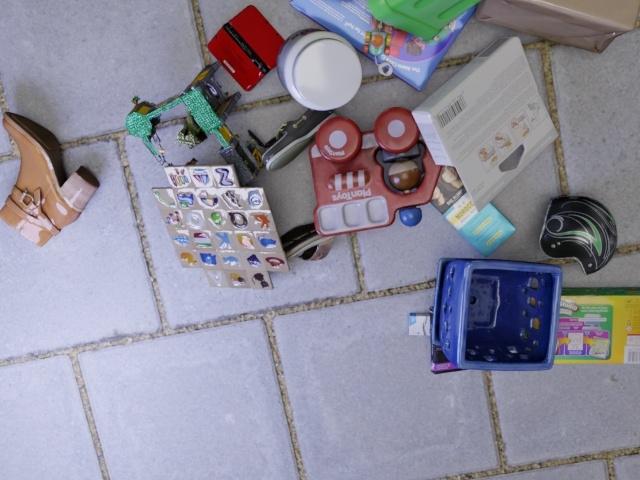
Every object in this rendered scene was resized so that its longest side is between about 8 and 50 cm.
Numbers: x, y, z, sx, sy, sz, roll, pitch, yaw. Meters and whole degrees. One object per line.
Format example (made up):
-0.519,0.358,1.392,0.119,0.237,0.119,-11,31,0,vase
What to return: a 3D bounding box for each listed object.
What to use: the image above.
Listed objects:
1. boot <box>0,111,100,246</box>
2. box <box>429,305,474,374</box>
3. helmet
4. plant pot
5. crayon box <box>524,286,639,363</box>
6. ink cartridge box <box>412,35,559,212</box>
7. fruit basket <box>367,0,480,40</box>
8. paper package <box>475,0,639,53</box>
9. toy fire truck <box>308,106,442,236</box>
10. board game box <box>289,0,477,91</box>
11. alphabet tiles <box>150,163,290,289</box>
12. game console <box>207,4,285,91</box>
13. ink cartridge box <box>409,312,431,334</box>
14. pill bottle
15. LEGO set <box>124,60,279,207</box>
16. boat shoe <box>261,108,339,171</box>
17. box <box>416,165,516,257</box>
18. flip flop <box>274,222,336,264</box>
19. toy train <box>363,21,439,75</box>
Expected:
-0.684,-0.142,1.915,0.283,0.109,0.220,43,104,-12,boot
0.317,0.230,1.925,0.116,0.029,0.162,-6,99,-14,box
0.577,-0.013,1.812,0.162,0.169,0.169,15,102,18,helmet
0.373,0.149,1.802,0.236,0.212,0.236,3,96,-15,plant pot
0.615,0.196,1.889,0.278,0.081,0.165,0,100,4,crayon box
0.362,-0.251,1.761,0.296,0.066,0.261,-41,118,-21,ink cartridge box
0.115,-0.590,1.626,0.392,0.283,0.392,-1,89,37,fruit basket
0.507,-0.590,1.666,0.310,0.168,0.324,15,85,-1,paper package
0.124,-0.147,1.792,0.302,0.169,0.253,-8,89,6,toy fire truck
0.140,-0.520,1.788,0.347,0.078,0.233,34,101,-3,board game box
-0.225,-0.025,1.844,0.285,0.011,0.342,0,127,23,alphabet tiles
-0.163,-0.437,1.858,0.144,0.085,0.124,48,131,-5,game console
0.253,0.199,1.941,0.083,0.028,0.048,0,101,3,ink cartridge box
-0.003,-0.360,1.711,0.160,0.283,0.160,-2,107,-8,pill bottle
-0.258,-0.242,1.842,0.255,0.192,0.331,-31,112,27,LEGO set
-0.056,-0.233,1.812,0.069,0.081,0.228,45,57,8,boat shoe
0.327,-0.082,1.867,0.244,0.060,0.100,44,100,-5,box
0.000,0.000,1.892,0.277,0.112,0.080,-27,113,4,flip flop
0.170,-0.437,1.738,0.166,0.046,0.125,-42,95,10,toy train
